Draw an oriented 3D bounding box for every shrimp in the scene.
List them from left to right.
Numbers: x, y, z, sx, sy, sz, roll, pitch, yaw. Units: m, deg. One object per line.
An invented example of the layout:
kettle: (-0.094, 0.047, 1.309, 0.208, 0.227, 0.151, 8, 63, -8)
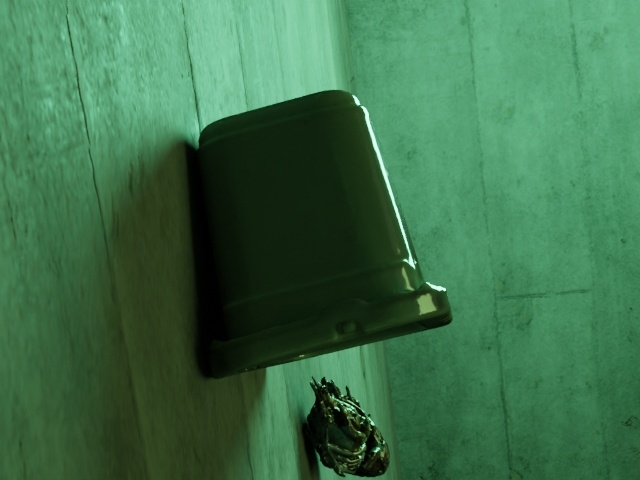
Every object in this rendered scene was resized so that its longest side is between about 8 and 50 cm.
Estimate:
shrimp: (0.020, 0.207, 1.239, 0.233, 0.079, 0.090, 63, 36, -52)

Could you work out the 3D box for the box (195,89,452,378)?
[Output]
box: (0.000, 0.000, 0.905, 0.312, 0.175, 0.182, 32, 43, -82)
